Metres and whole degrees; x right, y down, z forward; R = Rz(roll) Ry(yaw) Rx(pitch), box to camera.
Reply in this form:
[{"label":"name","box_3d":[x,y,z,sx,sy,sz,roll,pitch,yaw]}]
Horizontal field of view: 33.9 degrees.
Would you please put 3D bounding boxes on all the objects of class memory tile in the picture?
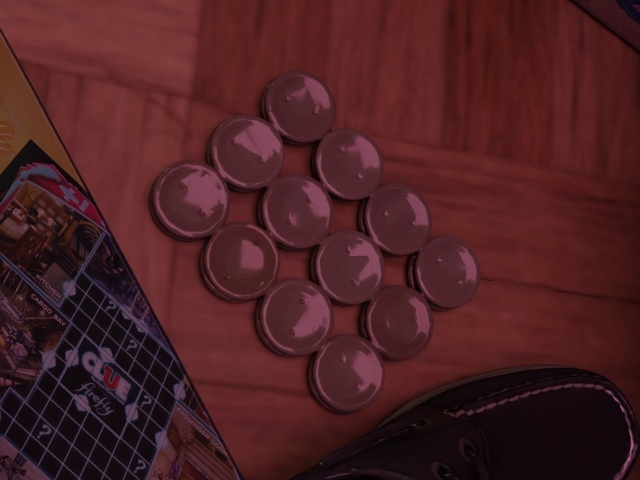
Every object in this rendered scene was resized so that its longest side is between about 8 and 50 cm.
[{"label":"memory tile","box_3d":[0.000,0.000,0.504,0.113,0.012,0.148,-45,98,-23]}]

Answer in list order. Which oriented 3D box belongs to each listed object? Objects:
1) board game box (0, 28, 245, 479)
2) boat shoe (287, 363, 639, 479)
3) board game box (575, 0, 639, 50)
[{"label":"board game box","box_3d":[-0.154,0.029,0.382,0.165,0.042,0.243,-23,71,-24]},{"label":"boat shoe","box_3d":[0.033,0.129,0.447,0.285,0.092,0.102,-16,88,-23]},{"label":"board game box","box_3d":[0.157,-0.224,0.445,0.319,0.318,0.065,33,69,-13]}]
